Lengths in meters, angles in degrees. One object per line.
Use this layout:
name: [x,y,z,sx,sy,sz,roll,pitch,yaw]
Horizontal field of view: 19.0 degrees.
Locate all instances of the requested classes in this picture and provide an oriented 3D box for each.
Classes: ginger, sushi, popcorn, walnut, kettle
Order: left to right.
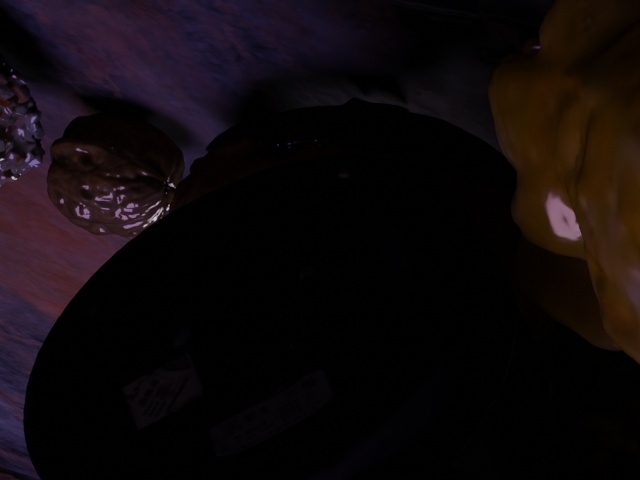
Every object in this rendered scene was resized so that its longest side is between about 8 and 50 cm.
sushi: [-0.230,-0.085,1.212,0.078,0.090,0.150,58,173,26]
walnut: [-0.137,-0.044,1.269,0.096,0.079,0.082,11,159,30]
ginger: [0.000,0.000,1.109,0.172,0.165,0.321,-11,-164,-36]
kettle: [0.047,0.168,0.909,0.324,0.228,0.321,60,175,-36]
popcorn: [0.181,-0.027,0.784,0.253,0.190,0.191,48,143,44]

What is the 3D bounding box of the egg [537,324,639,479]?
egg: [0.240,0.129,1.065,0.289,0.238,0.238,33,174,37]
